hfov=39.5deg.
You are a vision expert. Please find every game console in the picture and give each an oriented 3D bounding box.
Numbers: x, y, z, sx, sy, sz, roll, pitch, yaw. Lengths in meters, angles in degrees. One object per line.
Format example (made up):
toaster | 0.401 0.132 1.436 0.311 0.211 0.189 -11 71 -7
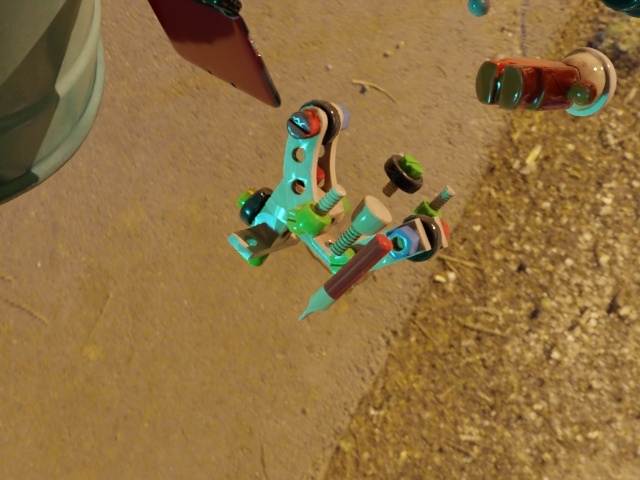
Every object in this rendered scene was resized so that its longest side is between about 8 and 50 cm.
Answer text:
game console | -0.064 -0.175 0.590 0.085 0.144 0.124 21 100 -45

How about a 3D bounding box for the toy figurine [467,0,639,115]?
toy figurine | 0.209 -0.222 0.731 0.148 0.209 0.213 -9 157 -37

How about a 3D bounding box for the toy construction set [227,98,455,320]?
toy construction set | 0.000 0.000 1.110 0.257 0.309 0.237 39 115 -12

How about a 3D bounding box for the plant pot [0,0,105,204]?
plant pot | -0.289 -0.239 0.607 0.341 0.341 0.334 7 150 -22
